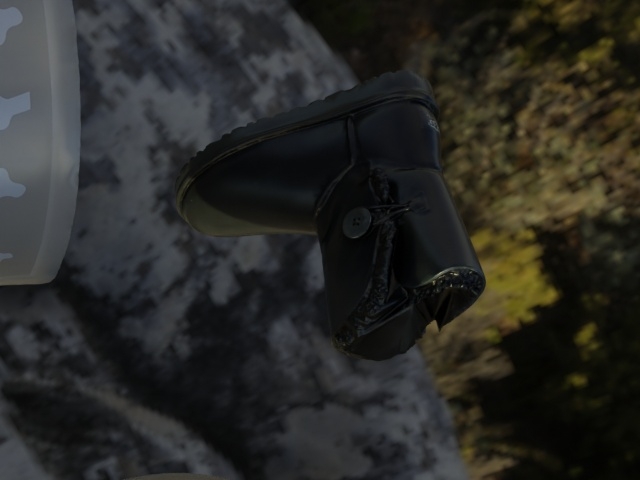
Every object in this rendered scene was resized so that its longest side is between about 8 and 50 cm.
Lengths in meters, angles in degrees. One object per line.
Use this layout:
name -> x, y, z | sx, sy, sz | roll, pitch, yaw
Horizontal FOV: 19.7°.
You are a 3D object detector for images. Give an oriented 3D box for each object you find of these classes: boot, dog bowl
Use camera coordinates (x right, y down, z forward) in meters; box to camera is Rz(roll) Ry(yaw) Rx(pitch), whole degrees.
boot -> 0.000, 0.000, 1.437 | 0.094, 0.246, 0.207 | 41, 33, -50
dog bowl -> -0.259, -0.129, 1.216 | 0.102, 0.349, 0.349 | -7, 76, -24

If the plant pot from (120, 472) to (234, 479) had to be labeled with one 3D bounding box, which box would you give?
plant pot -> -0.083, 0.260, 1.172 | 0.284, 0.284, 0.191 | 51, 25, -7
